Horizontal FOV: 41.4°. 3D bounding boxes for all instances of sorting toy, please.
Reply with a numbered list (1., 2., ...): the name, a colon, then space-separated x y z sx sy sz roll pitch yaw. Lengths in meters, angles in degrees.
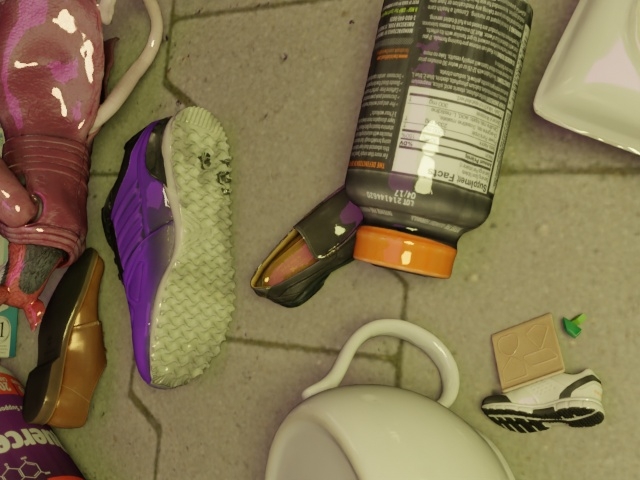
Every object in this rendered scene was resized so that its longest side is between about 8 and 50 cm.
1. sorting toy: 0.187 0.091 0.711 0.083 0.012 0.062 -26 43 26

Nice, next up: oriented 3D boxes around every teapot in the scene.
1. teapot: 0.077 0.225 0.679 0.252 0.187 0.256 33 121 58

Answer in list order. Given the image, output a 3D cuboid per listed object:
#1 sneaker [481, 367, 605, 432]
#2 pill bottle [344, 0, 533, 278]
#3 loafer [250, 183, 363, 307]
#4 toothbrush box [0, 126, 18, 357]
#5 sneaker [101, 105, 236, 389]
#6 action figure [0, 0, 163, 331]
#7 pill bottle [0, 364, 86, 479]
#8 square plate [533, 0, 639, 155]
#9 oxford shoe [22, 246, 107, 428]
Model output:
1. sneaker: 0.186 0.133 0.707 0.109 0.040 0.044 -12 45 37
2. pill bottle: 0.095 -0.093 0.733 0.130 0.130 0.246 13 90 32
3. loafer: 0.000 0.000 0.820 0.170 0.061 0.062 -51 61 15
4. toothbrush box: -0.487 -0.005 1.032 0.126 0.216 0.296 -2 83 31
5. sneaker: -0.176 0.011 0.915 0.146 0.102 0.293 -5 78 38
6. action figure: -0.291 -0.080 0.938 0.275 0.248 0.370 -8 69 11
7. pill bottle: -0.348 0.297 0.926 0.323 0.181 0.181 44 106 28
8. square plate: 0.371 -0.186 0.566 0.344 0.049 0.347 25 95 14
9. oxford shoe: -0.280 0.113 0.980 0.076 0.076 0.212 -14 60 46
